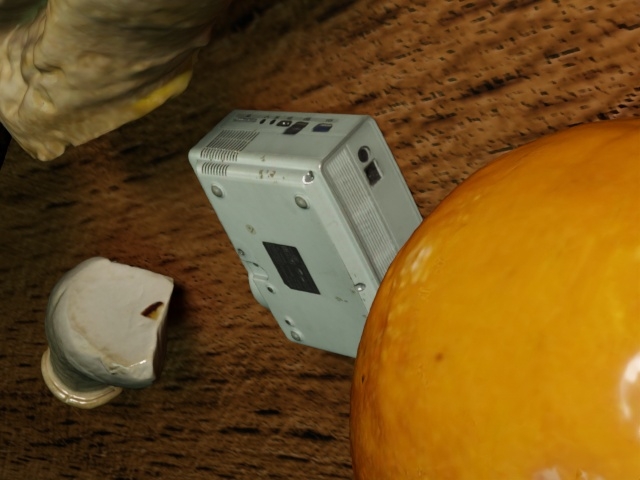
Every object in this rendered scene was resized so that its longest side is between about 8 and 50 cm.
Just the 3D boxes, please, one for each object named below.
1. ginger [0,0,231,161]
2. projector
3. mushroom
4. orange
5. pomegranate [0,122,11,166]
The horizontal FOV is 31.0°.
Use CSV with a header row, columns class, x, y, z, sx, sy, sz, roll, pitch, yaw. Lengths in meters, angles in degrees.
class,x,y,z,sx,sy,sz,roll,pitch,yaw
ginger,-0.099,-0.141,0.531,0.190,0.126,0.354,37,149,0
projector,0.000,0.000,0.663,0.115,0.061,0.147,10,137,46
mushroom,-0.174,0.072,0.932,0.108,0.096,0.247,46,155,-6
orange,0.147,0.085,0.435,0.284,0.226,0.284,27,151,16
pomegranate,-0.313,-0.143,0.677,0.285,0.285,0.340,26,124,27
